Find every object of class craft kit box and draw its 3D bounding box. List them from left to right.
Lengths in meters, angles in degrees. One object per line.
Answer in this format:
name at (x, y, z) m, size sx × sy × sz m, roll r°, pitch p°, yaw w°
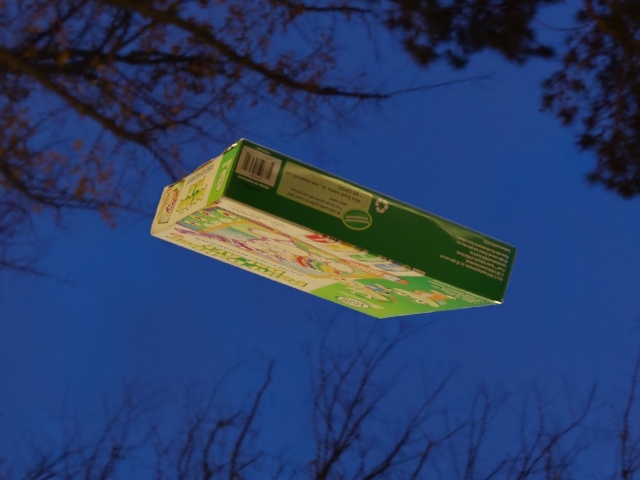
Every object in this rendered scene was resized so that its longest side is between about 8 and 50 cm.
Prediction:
craft kit box at (0.000, 0.000, 0.993) m, size 0.246 × 0.250 × 0.061 m, roll -12°, pitch -121°, yaw 70°
